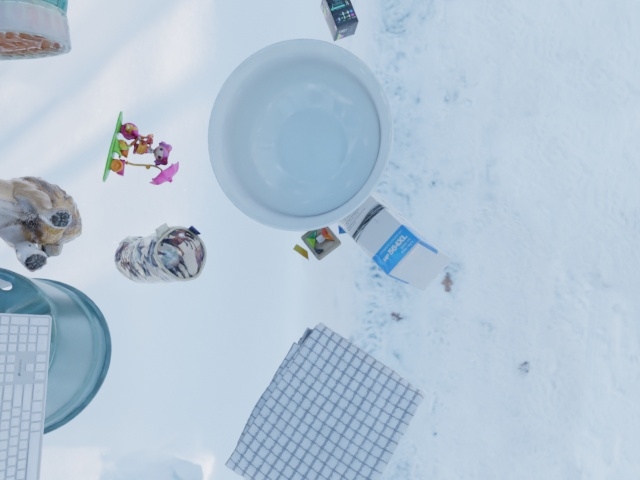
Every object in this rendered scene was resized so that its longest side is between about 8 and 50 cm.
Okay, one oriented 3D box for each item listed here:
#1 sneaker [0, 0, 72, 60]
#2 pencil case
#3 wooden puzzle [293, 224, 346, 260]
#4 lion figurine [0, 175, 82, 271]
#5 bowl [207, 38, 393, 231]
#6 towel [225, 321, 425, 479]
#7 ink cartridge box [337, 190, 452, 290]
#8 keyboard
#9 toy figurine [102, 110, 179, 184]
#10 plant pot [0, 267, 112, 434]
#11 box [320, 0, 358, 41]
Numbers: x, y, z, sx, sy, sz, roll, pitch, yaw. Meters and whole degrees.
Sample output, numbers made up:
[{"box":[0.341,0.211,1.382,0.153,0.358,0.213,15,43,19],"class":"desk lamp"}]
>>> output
[{"box":[-0.386,-0.234,0.439,0.302,0.108,0.121,-2,93,-6],"class":"sneaker"},{"box":[-0.518,0.045,1.532,0.410,0.160,0.183,-7,109,50],"class":"pencil case"},{"box":[0.000,0.000,1.093,0.116,0.014,0.078,-44,71,-6],"class":"wooden puzzle"},{"box":[-0.527,-0.053,0.705,0.240,0.392,0.142,29,94,40],"class":"lion figurine"},{"box":[-0.025,-0.166,0.808,0.298,0.134,0.297,1,94,10],"class":"bowl"},{"box":[0.010,0.315,0.834,0.235,0.121,0.283,30,78,12],"class":"towel"},{"box":[0.123,-0.014,0.897,0.086,0.148,0.203,-50,53,14],"class":"ink cartridge box"},{"box":[-0.370,0.217,0.580,0.014,0.072,0.256,-17,70,41],"class":"keyboard"},{"box":[-0.420,-0.204,1.164,0.130,0.159,0.173,12,88,67],"class":"toy figurine"},{"box":[-0.583,0.202,0.885,0.334,0.341,0.341,137,126,-66],"class":"plant pot"},{"box":[0.040,-0.483,1.032,0.052,0.062,0.083,-22,90,-6],"class":"box"}]
